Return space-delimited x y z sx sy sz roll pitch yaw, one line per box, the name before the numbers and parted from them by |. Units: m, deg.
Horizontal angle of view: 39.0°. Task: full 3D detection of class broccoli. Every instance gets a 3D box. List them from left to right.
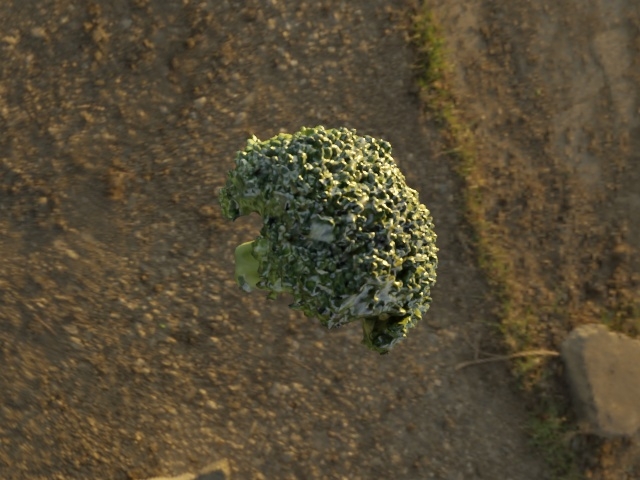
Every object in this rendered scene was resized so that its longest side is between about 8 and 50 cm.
broccoli | 0.018 -0.008 1.041 0.235 0.260 0.288 -29 101 -14
